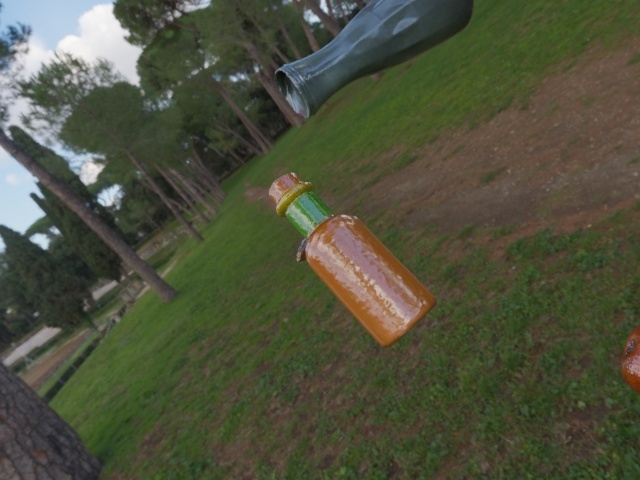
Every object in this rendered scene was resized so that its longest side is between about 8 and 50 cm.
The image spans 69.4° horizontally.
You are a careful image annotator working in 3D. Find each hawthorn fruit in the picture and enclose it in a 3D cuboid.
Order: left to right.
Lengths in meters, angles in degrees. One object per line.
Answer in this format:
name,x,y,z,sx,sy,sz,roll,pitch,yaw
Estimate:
hawthorn fruit,0.352,0.120,0.460,0.093,0.093,0.093,-36,12,9

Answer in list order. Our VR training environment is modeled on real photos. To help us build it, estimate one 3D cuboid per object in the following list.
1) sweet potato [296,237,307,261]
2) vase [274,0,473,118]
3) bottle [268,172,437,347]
sweet potato,0.000,0.000,0.537,0.034,0.034,0.095,-29,7,36
vase,0.054,-0.207,0.484,0.214,0.086,0.086,-37,11,-12
bottle,0.021,0.010,0.432,0.069,0.187,0.069,-39,-14,-11
